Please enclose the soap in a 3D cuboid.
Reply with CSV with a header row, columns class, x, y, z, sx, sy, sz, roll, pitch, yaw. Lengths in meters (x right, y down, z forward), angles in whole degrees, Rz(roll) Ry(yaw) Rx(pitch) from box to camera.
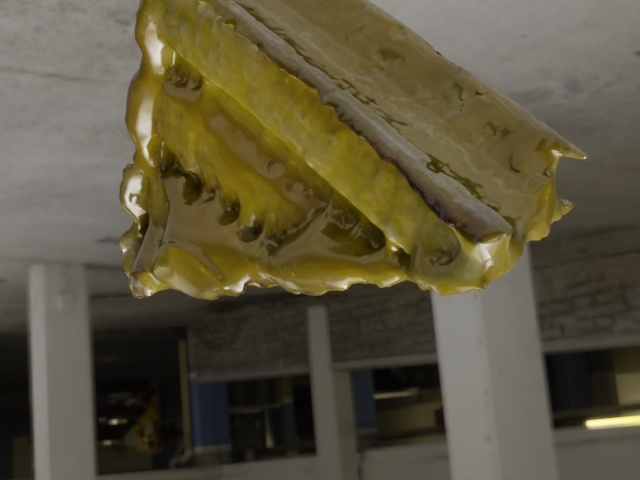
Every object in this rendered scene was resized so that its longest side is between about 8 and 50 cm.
class,x,y,z,sx,sy,sz,roll,pitch,yaw
soap,0.000,0.000,0.748,0.169,0.338,0.304,-22,141,-34
